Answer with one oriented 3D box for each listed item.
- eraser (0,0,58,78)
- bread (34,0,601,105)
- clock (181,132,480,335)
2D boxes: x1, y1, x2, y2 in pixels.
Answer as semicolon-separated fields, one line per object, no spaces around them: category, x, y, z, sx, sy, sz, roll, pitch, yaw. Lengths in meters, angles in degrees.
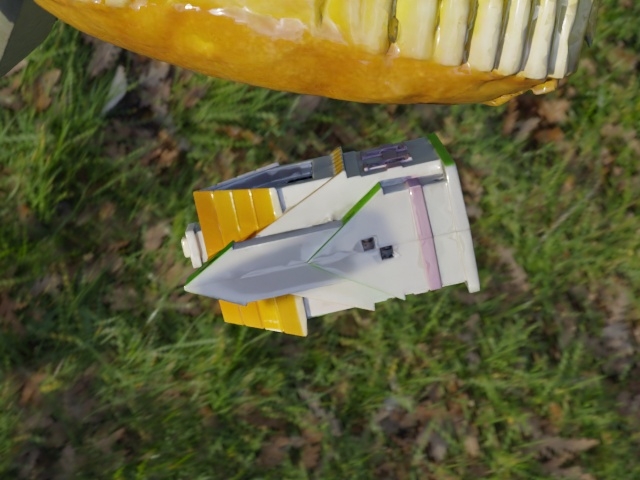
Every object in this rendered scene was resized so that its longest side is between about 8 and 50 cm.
eraser;-0.349;-0.276;1.465;0.077;0.352;0.111;45;63;-5
bread;-0.004;-0.136;0.535;0.250;0.179;0.133;8;111;6
clock;0.000;0.000;1.397;0.309;0.235;0.166;-11;103;2
